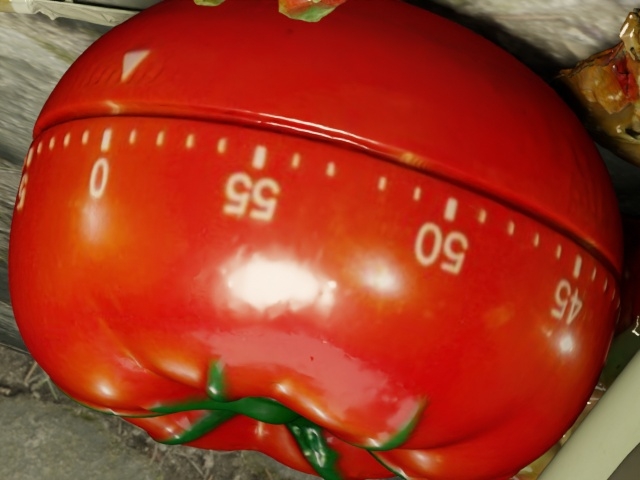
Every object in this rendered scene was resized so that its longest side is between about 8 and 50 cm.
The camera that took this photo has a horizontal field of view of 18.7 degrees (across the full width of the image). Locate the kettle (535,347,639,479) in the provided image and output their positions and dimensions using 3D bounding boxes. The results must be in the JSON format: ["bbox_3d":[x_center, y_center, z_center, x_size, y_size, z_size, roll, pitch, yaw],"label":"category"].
[{"bbox_3d":[0.248,0.143,1.088,0.250,0.376,0.361,44,-162,21],"label":"kettle"}]

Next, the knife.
[{"bbox_3d":[-0.183,-0.158,1.334,0.298,0.017,0.047,7,166,16],"label":"knife"}]

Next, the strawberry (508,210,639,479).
[{"bbox_3d":[0.257,0.120,1.473,0.317,0.295,0.345,-33,163,24],"label":"strawberry"}]

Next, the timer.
[{"bbox_3d":[0.000,0.000,1.204,0.378,0.279,0.378,15,165,4],"label":"timer"}]

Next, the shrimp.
[{"bbox_3d":[0.201,-0.081,1.137,0.154,0.062,0.294,19,169,18],"label":"shrimp"}]

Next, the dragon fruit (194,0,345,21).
[{"bbox_3d":[-0.052,-0.193,0.851,0.236,0.135,0.137,35,167,8],"label":"dragon fruit"}]
